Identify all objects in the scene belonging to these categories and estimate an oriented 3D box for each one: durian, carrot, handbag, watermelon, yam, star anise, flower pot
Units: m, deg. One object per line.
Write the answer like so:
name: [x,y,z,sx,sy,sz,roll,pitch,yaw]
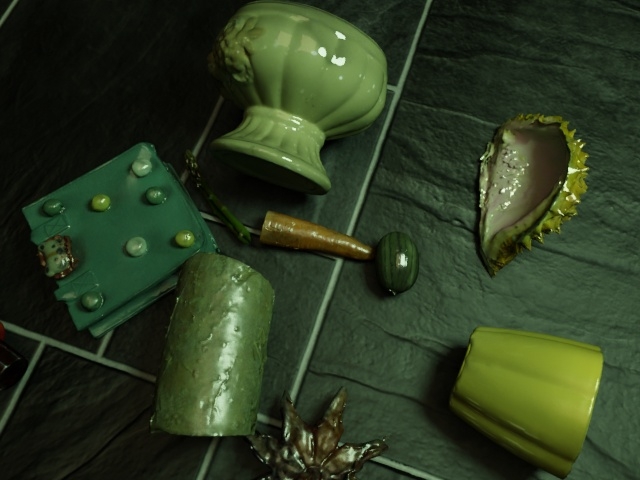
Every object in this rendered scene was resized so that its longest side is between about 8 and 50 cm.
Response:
durian: [0.372,-0.097,0.925,0.185,0.195,0.305,21,69,2]
carrot: [0.000,0.000,0.969,0.210,0.061,0.061,13,70,1]
handbag: [-0.345,-0.012,0.953,0.274,0.100,0.268,-29,72,-10]
watermelon: [0.129,0.039,0.934,0.078,0.078,0.110,-1,75,1]
yam: [-0.160,0.168,0.843,0.161,0.161,0.268,4,63,3]
star anise: [-0.023,0.340,0.808,0.272,0.102,0.272,-1,74,3]
flower pot: [-0.054,-0.225,0.938,0.307,0.307,0.244,16,84,7]
flower pot: [0.293,0.220,0.815,0.179,0.195,0.195,17,70,21]

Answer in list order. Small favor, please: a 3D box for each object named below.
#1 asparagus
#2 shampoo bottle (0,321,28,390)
asparagus: [-0.193,-0.076,1.012,0.034,0.027,0.236,-41,72,8]
shampoo bottle: [-0.595,0.145,0.896,0.278,0.104,0.104,30,73,12]
